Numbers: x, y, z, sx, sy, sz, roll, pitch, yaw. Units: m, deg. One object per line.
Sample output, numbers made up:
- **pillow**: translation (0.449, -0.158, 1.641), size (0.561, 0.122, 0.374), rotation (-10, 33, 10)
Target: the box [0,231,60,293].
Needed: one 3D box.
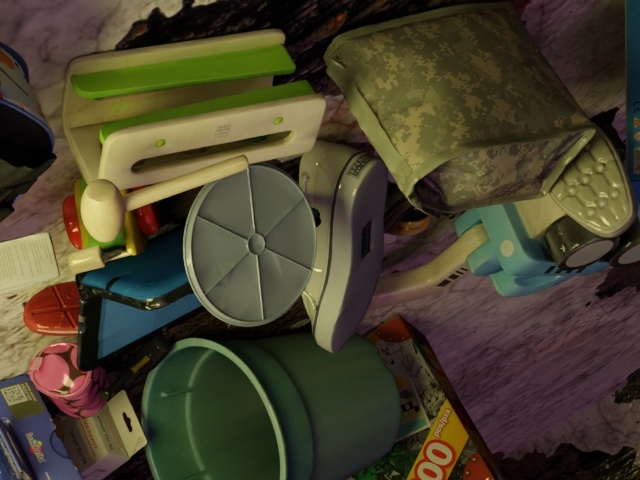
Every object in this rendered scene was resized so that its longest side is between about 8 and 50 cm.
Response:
- **box**: translation (-0.441, 0.049, 1.323), size (0.232, 0.058, 0.322), rotation (-14, -176, -26)

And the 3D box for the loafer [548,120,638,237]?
- **loafer**: translation (0.340, -0.125, 1.662), size (0.112, 0.319, 0.111), rotation (-37, 145, 15)

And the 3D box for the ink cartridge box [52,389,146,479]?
- **ink cartridge box**: translation (-0.389, 0.334, 1.953), size (0.198, 0.115, 0.067), rotation (-38, 151, 12)

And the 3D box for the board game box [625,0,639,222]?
- **board game box**: translation (0.508, -0.172, 1.765), size (0.086, 0.308, 0.302), rotation (-3, 160, 21)

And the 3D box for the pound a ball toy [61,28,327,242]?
- **pound a ball toy**: translation (-0.150, -0.105, 1.358), size (0.319, 0.208, 0.135), rotation (-15, 148, -27)

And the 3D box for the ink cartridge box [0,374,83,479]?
- **ink cartridge box**: translation (-0.473, 0.391, 1.801), size (0.151, 0.270, 0.395), rotation (-13, 148, -38)

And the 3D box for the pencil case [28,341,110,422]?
- **pencil case**: translation (-0.366, 0.204, 1.748), size (0.209, 0.098, 0.095), rotation (103, 11, -71)

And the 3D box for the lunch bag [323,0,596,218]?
- **lunch bag**: translation (0.159, -0.163, 1.522), size (0.287, 0.235, 0.169), rotation (-10, 149, -32)

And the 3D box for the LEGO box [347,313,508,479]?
- **LEGO box**: translation (0.056, 0.441, 2.274), size (0.500, 0.372, 0.193), rotation (-35, 151, 8)

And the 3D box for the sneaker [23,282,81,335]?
- **sneaker**: translation (-0.323, 0.123, 1.701), size (0.221, 0.087, 0.128), rotation (-6, 143, -35)

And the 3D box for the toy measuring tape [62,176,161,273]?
- **toy measuring tape**: translation (-0.256, -0.030, 1.408), size (0.121, 0.121, 0.330), rotation (-31, -177, 2)

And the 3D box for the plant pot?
- **plant pot**: translation (-0.064, 0.300, 2.011), size (0.334, 0.341, 0.341), rotation (-11, 147, -46)

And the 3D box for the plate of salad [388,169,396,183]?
- **plate of salad**: translation (0.183, -0.142, 1.781), size (0.200, 0.048, 0.200), rotation (-23, 152, -13)

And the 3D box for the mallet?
- **mallet**: translation (-0.280, 0.193, 1.822), size (0.062, 0.039, 0.190), rotation (-46, 180, 16)

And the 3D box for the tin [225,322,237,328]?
- **tin**: translation (-0.075, 0.076, 1.853), size (0.190, 0.040, 0.106), rotation (-28, 173, -38)

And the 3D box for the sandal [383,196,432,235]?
- **sandal**: translation (0.130, -0.029, 1.858), size (0.219, 0.060, 0.090), rotation (-37, 175, 29)

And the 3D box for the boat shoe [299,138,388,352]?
- **boat shoe**: translation (-0.005, 0.004, 1.751), size (0.136, 0.156, 0.367), rotation (-45, 152, -36)

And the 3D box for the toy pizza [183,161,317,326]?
- **toy pizza**: translation (-0.087, 0.004, 1.465), size (0.201, 0.201, 0.032), rotation (-4, -175, -40)

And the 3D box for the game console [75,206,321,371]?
- **game console**: translation (-0.163, 0.070, 1.600), size (0.293, 0.250, 0.173), rotation (-29, 116, -35)

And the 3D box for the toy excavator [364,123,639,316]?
- **toy excavator**: translation (0.275, 0.015, 1.985), size (0.433, 0.222, 0.445), rotation (0, 148, -41)

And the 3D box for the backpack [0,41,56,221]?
- **backpack**: translation (-0.396, -0.107, 1.127), size (0.276, 0.213, 0.263), rotation (-34, 146, 24)
